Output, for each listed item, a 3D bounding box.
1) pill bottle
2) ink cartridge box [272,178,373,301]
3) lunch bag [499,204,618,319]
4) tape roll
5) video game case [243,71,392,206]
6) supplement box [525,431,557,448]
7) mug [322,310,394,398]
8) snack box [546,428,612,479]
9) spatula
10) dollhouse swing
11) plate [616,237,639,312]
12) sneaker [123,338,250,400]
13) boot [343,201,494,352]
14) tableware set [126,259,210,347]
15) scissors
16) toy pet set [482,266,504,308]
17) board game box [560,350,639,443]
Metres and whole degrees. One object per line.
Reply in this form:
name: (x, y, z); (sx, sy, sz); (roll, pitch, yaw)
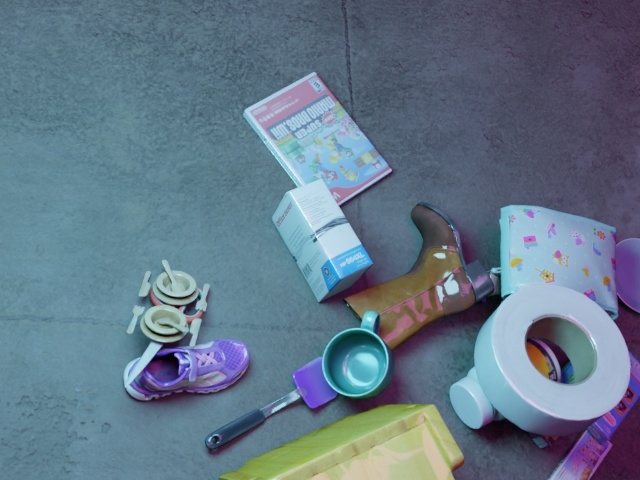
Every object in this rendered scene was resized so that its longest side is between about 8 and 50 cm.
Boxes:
pill bottle: (0.370, 0.288, 1.832); (0.208, 0.119, 0.119); (-24, 78, -25)
ink cartridge box: (0.000, 0.000, 1.812); (0.086, 0.148, 0.203); (-24, 78, -25)
lunch bag: (0.491, 0.055, 1.947); (0.262, 0.160, 0.223); (16, 62, -19)
tape roll: (0.444, 0.227, 1.756); (0.286, 0.100, 0.286); (6, 58, -10)
video game case: (-0.005, -0.212, 1.970); (0.204, 0.025, 0.285); (-34, 82, -27)
supplement box: (0.447, 0.375, 1.863); (0.083, 0.043, 0.055); (47, 61, 4)
mug: (0.087, 0.231, 1.752); (0.158, 0.097, 0.129); (-42, 69, 1)
snack box: (0.528, 0.461, 1.866); (0.064, 0.022, 0.178); (44, 62, 4)
spatula: (-0.089, 0.316, 1.716); (0.296, 0.030, 0.084); (-26, 81, -26)
dollhouse swing: (0.068, 0.486, 1.570); (0.347, 0.315, 0.305); (-20, 88, -24)
plate: (0.737, 0.085, 2.094); (0.188, 0.024, 0.188); (6, 67, -16)
sneaker: (-0.236, 0.229, 1.663); (0.236, 0.104, 0.095); (-10, 70, -23)
boot: (0.175, 0.074, 1.890); (0.280, 0.096, 0.264); (-27, 70, -11)
tableware set: (-0.274, 0.113, 1.676); (0.128, 0.039, 0.194); (12, 34, -5)
scissors: (-0.274, 0.170, 1.644); (0.109, 0.021, 0.297); (14, 33, -7)
toy pet set: (0.362, 0.116, 1.949); (0.114, 0.065, 0.122); (23, 60, -48)
board game box: (0.597, 0.301, 1.936); (0.160, 0.039, 0.211); (48, 54, 5)
